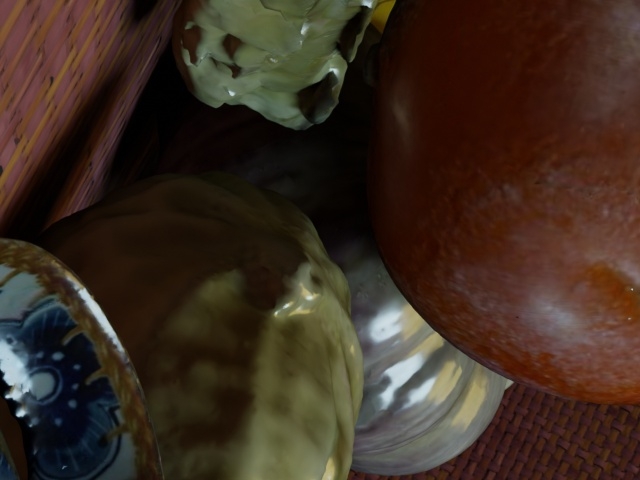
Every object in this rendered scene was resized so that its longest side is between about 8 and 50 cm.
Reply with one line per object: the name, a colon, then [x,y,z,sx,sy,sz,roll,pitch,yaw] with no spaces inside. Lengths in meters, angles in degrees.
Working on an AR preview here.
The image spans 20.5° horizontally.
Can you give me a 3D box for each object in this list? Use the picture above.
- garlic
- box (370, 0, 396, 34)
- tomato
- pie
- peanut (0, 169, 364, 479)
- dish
garlic: [0.000,0.000,0.844,0.160,0.245,0.245,-24,-162,23]
box: [0.121,-0.145,0.977,0.193,0.301,0.084,120,-38,-66]
tomato: [0.125,-0.046,0.675,0.232,0.189,0.232,-36,133,-51]
pie: [0.040,-0.191,0.606,0.339,0.083,0.339,-155,-90,-90]
peanut: [-0.080,0.108,0.570,0.153,0.140,0.325,-17,-147,38]
dish: [-0.103,0.074,0.449,0.141,0.078,0.141,-9,90,-70]
